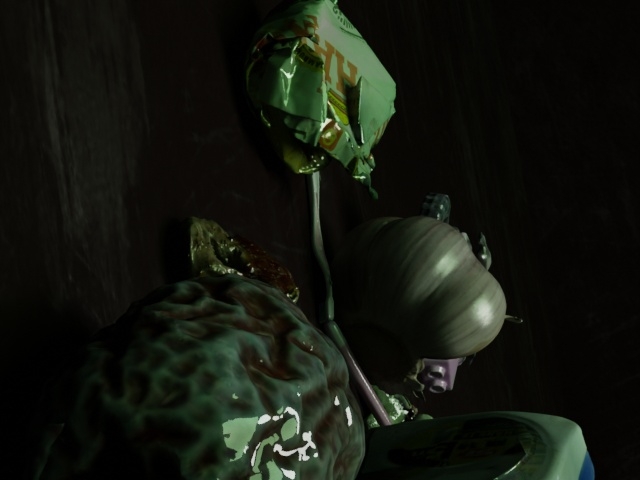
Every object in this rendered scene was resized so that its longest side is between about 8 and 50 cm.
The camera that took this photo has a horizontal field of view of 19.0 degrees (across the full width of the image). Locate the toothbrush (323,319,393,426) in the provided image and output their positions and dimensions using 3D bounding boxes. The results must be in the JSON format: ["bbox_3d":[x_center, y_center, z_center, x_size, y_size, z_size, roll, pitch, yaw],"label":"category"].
[{"bbox_3d":[0.073,0.209,2.178,0.286,0.025,0.020,60,-18,-19],"label":"toothbrush"}]

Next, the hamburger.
[{"bbox_3d":[-0.002,-0.148,2.092,0.214,0.125,0.235,-66,138,-56],"label":"hamburger"}]

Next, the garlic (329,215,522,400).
[{"bbox_3d":[0.121,0.094,2.196,0.256,0.207,0.207,40,38,-47],"label":"garlic"}]

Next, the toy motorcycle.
[{"bbox_3d":[0.139,0.090,2.404,0.327,0.143,0.188,82,14,-56],"label":"toy motorcycle"}]

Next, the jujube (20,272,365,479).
[{"bbox_3d":[-0.089,0.142,1.392,0.317,0.226,0.226,-23,100,-69],"label":"jujube"}]

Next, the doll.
[{"bbox_3d":[0.089,0.201,2.241,0.150,0.077,0.115,69,23,-2],"label":"doll"}]

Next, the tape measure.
[{"bbox_3d":[0.149,0.287,2.046,0.262,0.259,0.138,-48,123,-62],"label":"tape measure"}]

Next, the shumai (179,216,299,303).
[{"bbox_3d":[-0.075,0.036,1.757,0.139,0.105,0.123,104,-21,-63],"label":"shumai"}]

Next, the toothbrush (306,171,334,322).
[{"bbox_3d":[0.000,0.000,2.167,0.017,0.022,0.204,30,47,-48],"label":"toothbrush"}]
